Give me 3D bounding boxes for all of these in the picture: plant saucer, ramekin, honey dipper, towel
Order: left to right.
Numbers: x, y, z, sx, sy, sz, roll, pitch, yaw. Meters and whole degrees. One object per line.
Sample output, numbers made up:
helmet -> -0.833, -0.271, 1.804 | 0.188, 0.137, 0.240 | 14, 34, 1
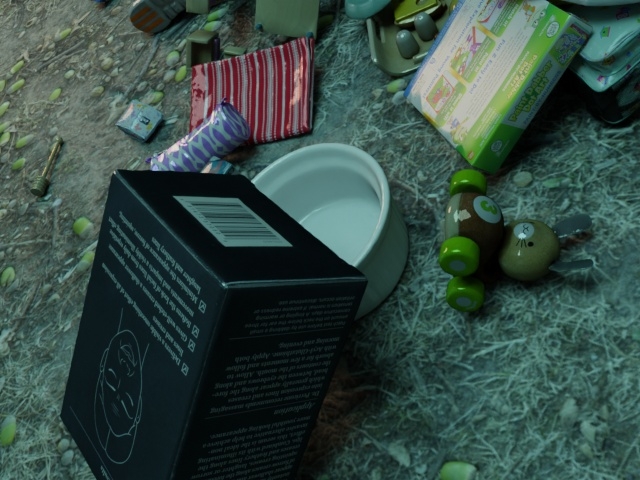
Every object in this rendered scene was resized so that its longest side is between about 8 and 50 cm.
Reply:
honey dipper -> -0.607, -0.170, 1.772 | 0.030, 0.030, 0.161 | -10, 53, 26
towel -> -0.137, -0.276, 1.528 | 0.275, 0.031, 0.199 | -7, 73, 28
ramekin -> 0.000, 0.000, 1.212 | 0.277, 0.135, 0.277 | -16, 53, 21
plant saucer -> 0.090, -0.464, 1.477 | 0.119, 0.021, 0.119 | -22, 49, 28

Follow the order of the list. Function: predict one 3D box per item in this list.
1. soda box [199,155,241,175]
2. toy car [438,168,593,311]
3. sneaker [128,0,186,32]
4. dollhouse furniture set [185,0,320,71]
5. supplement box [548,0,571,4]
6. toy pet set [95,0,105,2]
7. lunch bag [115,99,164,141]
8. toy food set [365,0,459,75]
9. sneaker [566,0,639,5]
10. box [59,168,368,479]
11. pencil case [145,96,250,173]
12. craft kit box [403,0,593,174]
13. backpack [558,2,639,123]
soda box -> -0.216, -0.060, 1.434 | 0.058, 0.063, 0.183 | 26, 74, 40
toy car -> 0.264, 0.000, 1.060 | 0.188, 0.149, 0.155 | 0, 48, 18
sneaker -> -0.317, -0.627, 1.842 | 0.321, 0.124, 0.180 | -21, 50, 25
dollhouse furniture set -> -0.101, -0.489, 1.639 | 0.303, 0.286, 0.198 | 10, 26, 10
supplement box -> 0.486, -0.497, 1.184 | 0.356, 0.195, 0.194 | 2, 59, 19
toy pet set -> -0.570, -0.663, 2.094 | 0.122, 0.065, 0.114 | -22, 15, 13
lunch bag -> -0.378, -0.251, 1.676 | 0.083, 0.053, 0.071 | 26, 75, 31
toy food set -> 0.226, -0.440, 1.415 | 0.306, 0.092, 0.220 | -19, 51, 19
sneaker -> 0.346, -0.383, 1.085 | 0.258, 0.091, 0.094 | 15, 44, 25
box -> -0.157, 0.148, 1.029 | 0.293, 0.212, 0.395 | 40, 119, 42
pencil case -> -0.228, -0.173, 1.488 | 0.206, 0.088, 0.086 | -34, 4, 16
craft kit box -> 0.256, -0.268, 1.212 | 0.250, 0.061, 0.247 | -59, 33, 23
backpack -> 0.442, -0.290, 1.147 | 0.188, 0.144, 0.166 | -32, 42, 4
